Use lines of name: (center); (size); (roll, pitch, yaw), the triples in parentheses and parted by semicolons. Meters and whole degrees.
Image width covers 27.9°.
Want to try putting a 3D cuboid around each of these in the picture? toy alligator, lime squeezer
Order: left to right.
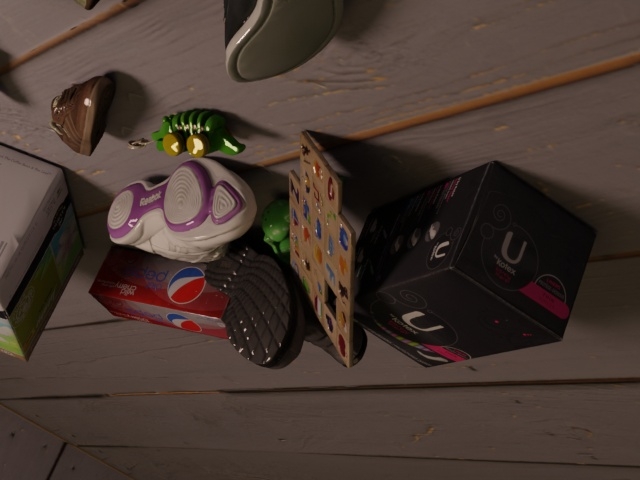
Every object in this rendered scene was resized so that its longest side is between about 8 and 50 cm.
toy alligator: (-0.169, -0.133, 1.559); (0.189, 0.056, 0.051); (7, 110, 37)
lime squeezer: (-0.021, -0.012, 1.695); (0.109, 0.059, 0.310); (-9, 153, -2)

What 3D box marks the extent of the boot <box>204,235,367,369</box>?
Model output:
boot: (-0.020, 0.109, 1.752); (0.222, 0.118, 0.338); (34, -168, -24)

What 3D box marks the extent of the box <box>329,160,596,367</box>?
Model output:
box: (0.159, 0.037, 1.492); (0.165, 0.143, 0.270); (32, 155, -18)

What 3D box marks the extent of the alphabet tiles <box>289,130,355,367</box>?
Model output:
alphabet tiles: (0.000, 0.000, 1.511); (0.198, 0.009, 0.237); (-123, 26, -49)

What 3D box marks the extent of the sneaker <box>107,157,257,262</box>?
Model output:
sneaker: (-0.157, -0.034, 1.719); (0.152, 0.114, 0.305); (22, 166, -34)

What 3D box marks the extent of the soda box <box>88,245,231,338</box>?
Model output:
soda box: (-0.229, 0.084, 2.024); (0.263, 0.092, 0.083); (9, 154, 30)

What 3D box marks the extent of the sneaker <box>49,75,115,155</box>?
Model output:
sneaker: (-0.305, -0.159, 1.604); (0.071, 0.066, 0.188); (27, 156, -5)

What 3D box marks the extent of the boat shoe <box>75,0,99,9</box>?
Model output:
boat shoe: (-0.231, -0.288, 1.263); (0.072, 0.068, 0.190); (40, 155, -8)

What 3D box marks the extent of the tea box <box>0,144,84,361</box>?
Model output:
tea box: (-0.569, -0.011, 1.978); (0.329, 0.220, 0.323); (21, 157, 6)

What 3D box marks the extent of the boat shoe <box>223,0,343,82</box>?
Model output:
boat shoe: (-0.036, -0.238, 1.156); (0.114, 0.091, 0.302); (-17, 166, -21)
